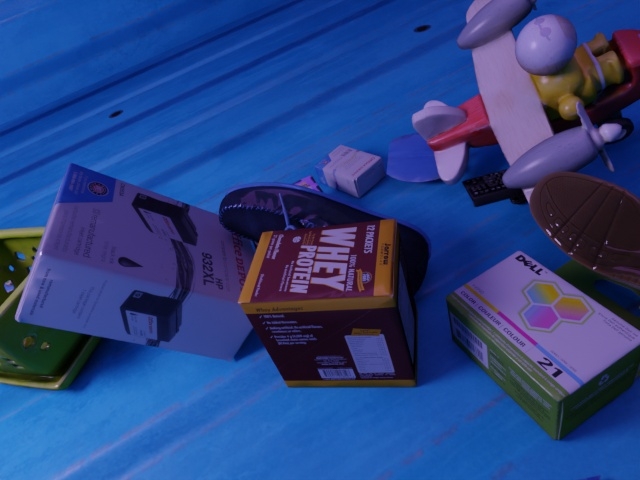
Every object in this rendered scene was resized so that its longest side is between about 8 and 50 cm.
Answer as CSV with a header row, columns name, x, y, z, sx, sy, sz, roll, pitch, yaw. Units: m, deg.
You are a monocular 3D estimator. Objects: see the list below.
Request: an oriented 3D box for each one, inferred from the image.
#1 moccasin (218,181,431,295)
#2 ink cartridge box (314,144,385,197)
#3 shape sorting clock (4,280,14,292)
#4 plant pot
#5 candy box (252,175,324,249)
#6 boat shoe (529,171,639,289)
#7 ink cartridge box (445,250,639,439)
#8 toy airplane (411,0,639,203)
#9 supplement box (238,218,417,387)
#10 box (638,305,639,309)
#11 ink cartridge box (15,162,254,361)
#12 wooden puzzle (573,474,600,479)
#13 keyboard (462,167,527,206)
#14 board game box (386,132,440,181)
name,x,y,z,sx,sy,sz,roll,pitch,yaw
moccasin,0.000,0.000,0.728,0.341,0.138,0.117,12,57,7
ink cartridge box,0.063,-0.148,1.008,0.088,0.052,0.122,-41,43,-23
shape sorting clock,-0.673,0.143,0.996,0.206,0.040,0.206,-12,41,10
plant pot,-0.505,0.125,0.819,0.226,0.207,0.228,-2,44,21
candy box,-0.050,-0.022,0.900,0.164,0.070,0.196,-25,40,-6
boat shoe,0.419,0.010,0.620,0.302,0.098,0.109,37,106,32
ink cartridge box,0.320,0.090,0.603,0.255,0.097,0.189,-30,41,-11
toy airplane,0.342,-0.256,0.808,0.386,0.272,0.384,34,80,27
supplement box,0.024,0.092,0.646,0.191,0.194,0.129,-5,42,17
box,0.469,0.100,0.482,0.232,0.058,0.088,34,101,22
ink cartridge box,-0.258,0.037,0.732,0.129,0.307,0.223,-55,33,25
wooden puzzle,0.309,0.282,0.459,0.078,0.014,0.116,-17,40,-3
keyboard,0.360,-0.105,0.861,0.180,0.023,0.108,-15,41,7
board game box,0.208,-0.163,0.982,0.133,0.033,0.169,0,46,13
